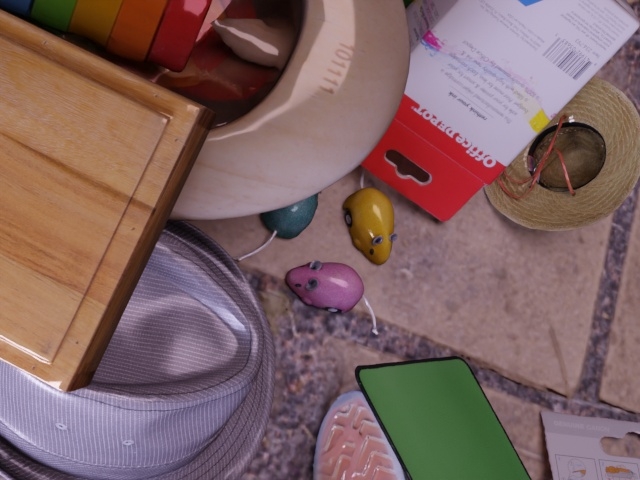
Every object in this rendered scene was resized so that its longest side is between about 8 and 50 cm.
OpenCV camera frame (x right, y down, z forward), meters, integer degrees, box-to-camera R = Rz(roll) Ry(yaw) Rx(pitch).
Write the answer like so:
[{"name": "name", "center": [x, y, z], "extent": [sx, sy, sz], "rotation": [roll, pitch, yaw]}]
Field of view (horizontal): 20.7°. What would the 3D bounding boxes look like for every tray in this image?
[{"name": "tray", "center": [-0.298, -0.083, 1.143], "extent": [0.411, 0.076, 0.203], "rotation": [26, 92, 6]}]

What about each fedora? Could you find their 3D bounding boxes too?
[{"name": "fedora", "center": [-0.138, 0.071, 1.252], "extent": [0.275, 0.124, 0.244], "rotation": [22, 67, -16]}]

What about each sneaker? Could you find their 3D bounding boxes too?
[{"name": "sneaker", "center": [0.088, 0.255, 1.317], "extent": [0.121, 0.108, 0.302], "rotation": [-1, 67, -45]}]

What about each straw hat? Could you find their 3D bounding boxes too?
[{"name": "straw hat", "center": [0.212, -0.069, 1.483], "extent": [0.061, 0.144, 0.144], "rotation": [23, 57, -62]}]

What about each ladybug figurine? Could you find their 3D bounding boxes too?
[{"name": "ladybug figurine", "center": [-0.154, -0.183, 1.273], "extent": [0.449, 0.162, 0.305], "rotation": [26, 88, -5]}]

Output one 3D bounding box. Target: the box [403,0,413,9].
[{"name": "box", "center": [0.095, -0.229, 1.472], "extent": [0.101, 0.087, 0.102], "rotation": [17, 68, -18]}]

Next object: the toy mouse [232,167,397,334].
[{"name": "toy mouse", "center": [0.000, 0.000, 1.388], "extent": [0.143, 0.031, 0.161], "rotation": [-7, 77, -26]}]

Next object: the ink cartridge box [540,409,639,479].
[{"name": "ink cartridge box", "center": [0.262, 0.257, 1.426], "extent": [0.181, 0.056, 0.225], "rotation": [9, 52, -21]}]

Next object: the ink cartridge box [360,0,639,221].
[{"name": "ink cartridge box", "center": [0.126, -0.141, 1.409], "extent": [0.134, 0.231, 0.078], "rotation": [34, 22, -24]}]

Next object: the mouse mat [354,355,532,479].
[{"name": "mouse mat", "center": [0.102, 0.157, 1.328], "extent": [0.189, 0.007, 0.152], "rotation": [1, 57, -59]}]
